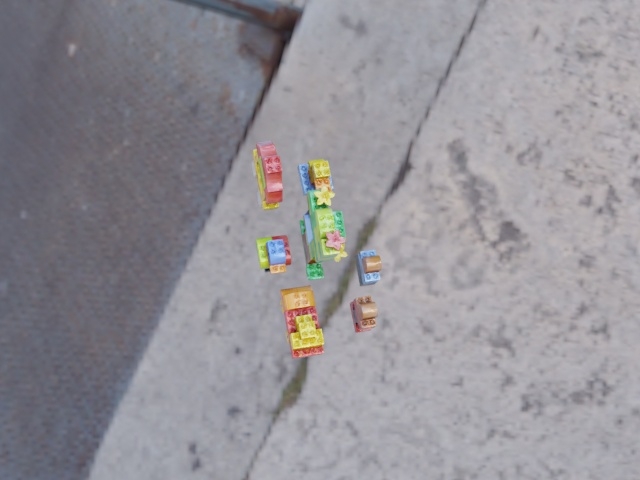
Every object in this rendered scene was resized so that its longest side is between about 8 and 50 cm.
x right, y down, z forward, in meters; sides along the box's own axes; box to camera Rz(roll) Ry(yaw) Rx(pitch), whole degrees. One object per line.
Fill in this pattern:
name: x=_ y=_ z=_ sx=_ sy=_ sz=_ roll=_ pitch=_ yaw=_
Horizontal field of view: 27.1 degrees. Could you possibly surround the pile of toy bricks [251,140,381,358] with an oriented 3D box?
pile of toy bricks: x=0.000 y=0.000 z=1.292 sx=0.105 sy=0.118 sz=0.212 roll=131 pitch=129 yaw=-75
